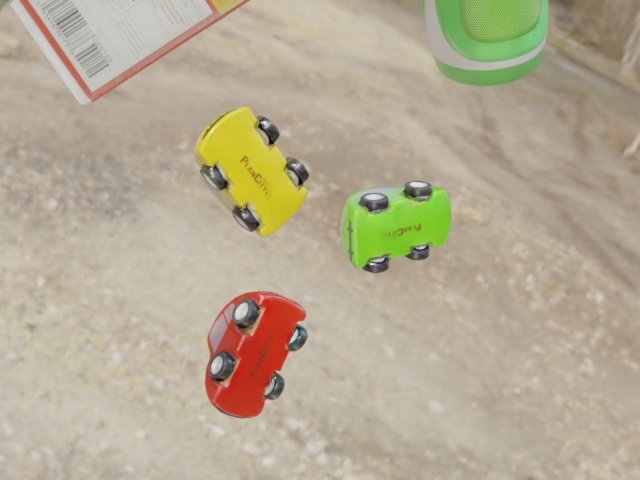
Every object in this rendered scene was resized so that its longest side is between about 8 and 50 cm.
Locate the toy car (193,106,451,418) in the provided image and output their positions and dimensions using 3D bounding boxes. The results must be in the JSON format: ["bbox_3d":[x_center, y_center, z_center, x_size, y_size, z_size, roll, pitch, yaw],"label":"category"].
[{"bbox_3d":[0.000,0.000,0.927,0.225,0.239,0.053,-14,24,-31],"label":"toy car"}]

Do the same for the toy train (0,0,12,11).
[{"bbox_3d":[-0.146,-0.145,0.234,0.190,0.142,0.334,2,-15,-18],"label":"toy train"}]

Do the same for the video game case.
[{"bbox_3d":[-0.103,-0.253,0.832,0.204,0.285,0.025,57,-1,-15],"label":"video game case"}]

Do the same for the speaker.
[{"bbox_3d":[0.159,-0.306,1.185,0.131,0.296,0.131,-6,36,4],"label":"speaker"}]
